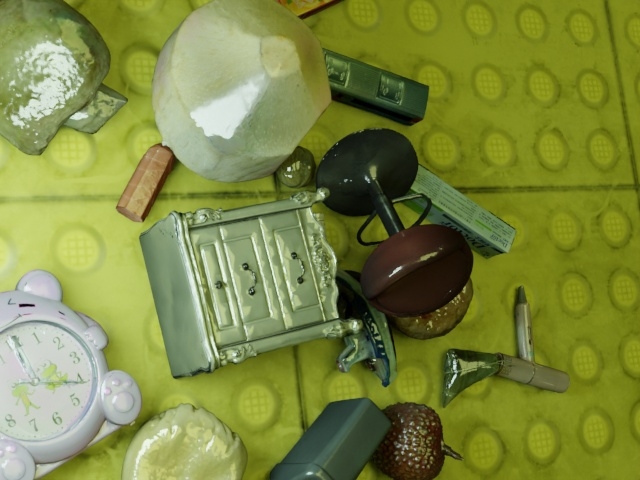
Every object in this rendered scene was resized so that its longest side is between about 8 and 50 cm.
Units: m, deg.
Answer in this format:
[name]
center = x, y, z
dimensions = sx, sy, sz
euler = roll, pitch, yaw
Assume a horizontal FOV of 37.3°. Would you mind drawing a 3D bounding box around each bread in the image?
[bread]
center = 0.208, 0.100, 1.996
dimensions = 0.230, 0.123, 0.230
euler = 5, 79, -27

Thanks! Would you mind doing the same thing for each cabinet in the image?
[cabinet]
center = -0.130, 0.078, 1.774
dimensions = 0.318, 0.227, 0.290
euler = -11, 84, -27

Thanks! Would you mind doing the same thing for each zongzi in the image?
[zongzi]
center = 0.340, 0.305, 2.041
dimensions = 0.154, 0.062, 0.130
euler = 8, 78, -7

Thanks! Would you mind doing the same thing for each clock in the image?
[clock]
center = -0.498, 0.234, 1.626
dimensions = 0.295, 0.113, 0.322
euler = -31, 93, -28

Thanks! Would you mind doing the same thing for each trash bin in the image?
[trash bin]
center = 0.013, 0.414, 1.808
dimensions = 0.101, 0.176, 0.236
euler = 47, 60, -10

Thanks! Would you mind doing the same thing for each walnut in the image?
[walnut]
center = -0.050, -0.151, 1.945
dimensions = 0.092, 0.092, 0.092
euler = 6, 77, -25

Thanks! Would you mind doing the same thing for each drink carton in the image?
[drink carton]
center = -0.032, -0.533, 2.035
dimensions = 0.223, 0.071, 0.096
euler = -30, 95, -28

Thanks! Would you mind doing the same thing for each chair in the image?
[chair]
center = 0.144, -0.016, 1.804
dimensions = 0.226, 0.226, 0.401
euler = 9, 35, -24

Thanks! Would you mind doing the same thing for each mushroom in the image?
[mushroom]
center = -0.506, -0.297, 1.691
dimensions = 0.292, 0.212, 0.217
euler = 51, 55, -16

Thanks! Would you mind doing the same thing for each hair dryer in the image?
[hair dryer]
center = 0.480, 0.221, 2.154
dimensions = 0.195, 0.053, 0.220
euler = 19, 65, -23

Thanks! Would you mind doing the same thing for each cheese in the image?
[cheese]
center = -0.251, 0.416, 1.712
dimensions = 0.214, 0.117, 0.226
euler = 38, 70, -8

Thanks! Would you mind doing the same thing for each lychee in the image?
[lychee]
center = 0.189, 0.406, 1.897
dimensions = 0.197, 0.165, 0.165
euler = 0, 77, 14

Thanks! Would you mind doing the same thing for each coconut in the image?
[coconut]
center = -0.147, -0.288, 1.780
dimensions = 0.352, 0.352, 0.353
euler = 6, 77, -25

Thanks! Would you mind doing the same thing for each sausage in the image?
[sausage]
center = -0.327, -0.120, 1.811
dimensions = 0.065, 0.065, 0.169
euler = 30, 70, -18

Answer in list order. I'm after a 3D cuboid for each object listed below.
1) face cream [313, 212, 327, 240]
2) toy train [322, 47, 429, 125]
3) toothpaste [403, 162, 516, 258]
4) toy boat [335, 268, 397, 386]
[face cream]
center = 0.000, 0.000, 1.970
dimensions = 0.038, 0.020, 0.115
euler = -3, 82, -27
[toy train]
center = 0.043, -0.350, 2.027
dimensions = 0.409, 0.089, 0.086
euler = 16, 78, -23
[toothpaste]
center = 0.277, -0.073, 2.087
dimensions = 0.336, 0.081, 0.067
euler = 32, 67, -17
[toy boat]
center = 0.071, 0.179, 1.917
dimensions = 0.115, 0.114, 0.262
euler = -16, 86, -23
